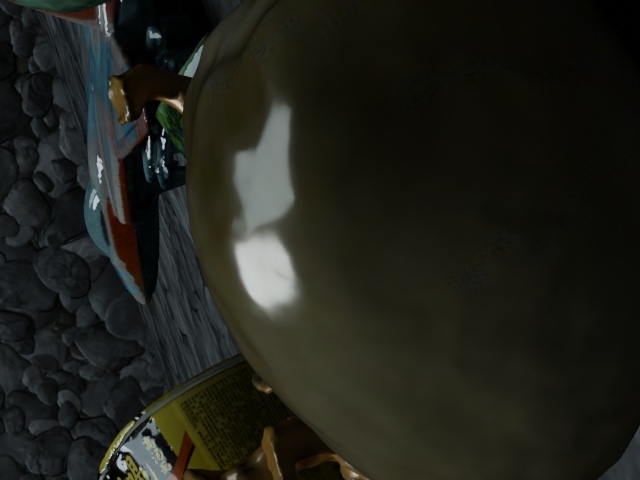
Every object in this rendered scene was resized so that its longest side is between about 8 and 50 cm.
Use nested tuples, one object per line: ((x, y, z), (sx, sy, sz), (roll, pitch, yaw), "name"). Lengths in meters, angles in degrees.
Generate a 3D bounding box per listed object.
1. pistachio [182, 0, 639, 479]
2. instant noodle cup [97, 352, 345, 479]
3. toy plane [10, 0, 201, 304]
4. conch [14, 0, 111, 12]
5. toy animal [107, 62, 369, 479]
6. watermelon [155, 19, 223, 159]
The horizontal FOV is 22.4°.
((0.029, -0.002, 0.390), (0.185, 0.126, 0.108), (76, -148, -47), "pistachio")
((-0.034, 0.143, 0.913), (0.122, 0.151, 0.151), (55, 166, 18), "instant noodle cup")
((-0.116, -0.081, 0.996), (0.326, 0.104, 0.223), (78, 168, -44), "toy plane")
((-0.127, -0.190, 0.785), (0.176, 0.122, 0.188), (104, 147, -64), "conch")
((0.004, 0.002, 0.593), (0.114, 0.116, 0.255), (14, 117, 61), "toy animal")
((-0.015, -0.056, 0.672), (0.092, 0.072, 0.084), (33, 162, -11), "watermelon")
